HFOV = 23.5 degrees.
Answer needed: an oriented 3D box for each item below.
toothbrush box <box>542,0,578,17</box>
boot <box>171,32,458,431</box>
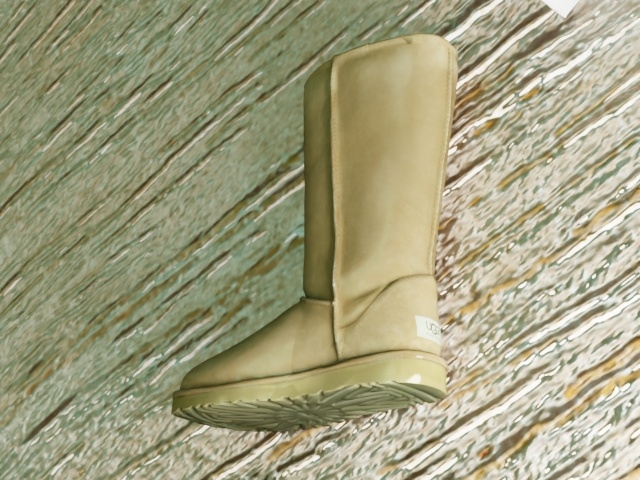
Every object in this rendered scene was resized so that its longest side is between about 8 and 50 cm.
[{"bbox_3d":[0.077,-0.312,1.062,0.126,0.295,0.216,-49,48,16],"label":"toothbrush box"},{"bbox_3d":[0.000,0.000,1.150,0.236,0.089,0.269,-11,64,27],"label":"boot"}]
